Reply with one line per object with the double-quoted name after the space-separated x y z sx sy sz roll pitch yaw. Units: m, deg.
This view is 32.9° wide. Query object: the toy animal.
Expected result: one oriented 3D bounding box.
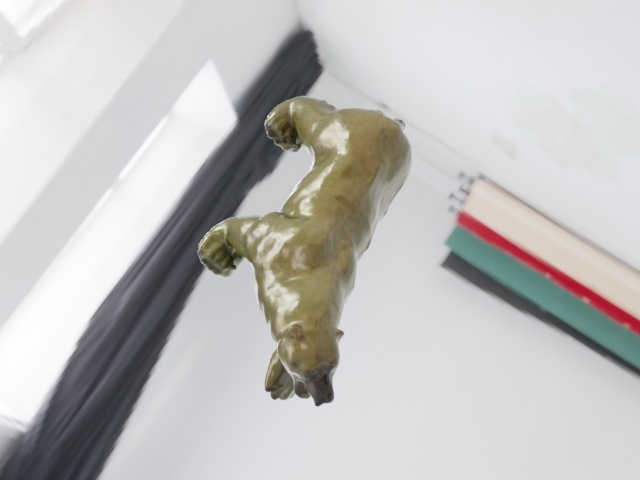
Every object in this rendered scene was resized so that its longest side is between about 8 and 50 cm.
0.000 0.000 0.631 0.103 0.219 0.101 41 -37 -20 "toy animal"
